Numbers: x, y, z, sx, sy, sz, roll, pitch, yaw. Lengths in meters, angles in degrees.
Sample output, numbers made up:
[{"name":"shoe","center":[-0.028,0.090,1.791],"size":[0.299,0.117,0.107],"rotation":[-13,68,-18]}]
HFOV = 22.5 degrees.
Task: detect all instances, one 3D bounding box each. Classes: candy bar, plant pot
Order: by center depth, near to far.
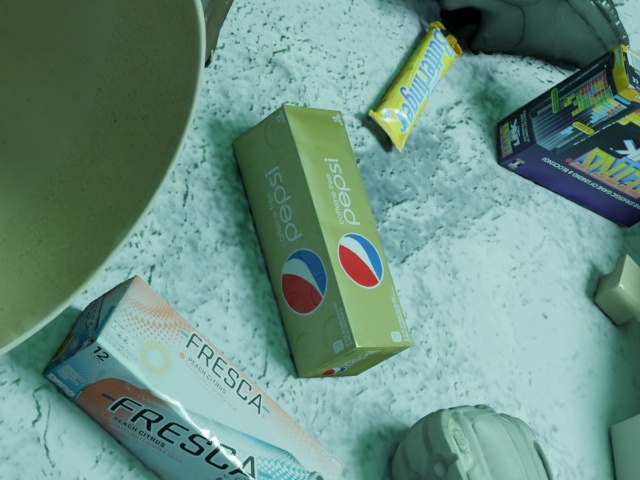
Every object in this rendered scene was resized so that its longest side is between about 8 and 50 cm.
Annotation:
[{"name":"plant pot","center":[-0.226,-0.087,0.803],"size":[0.191,0.284,0.284],"rotation":[40,32,27]},{"name":"candy bar","center":[0.077,-0.126,1.300],"size":[0.040,0.018,0.161],"rotation":[47,42,-13]}]

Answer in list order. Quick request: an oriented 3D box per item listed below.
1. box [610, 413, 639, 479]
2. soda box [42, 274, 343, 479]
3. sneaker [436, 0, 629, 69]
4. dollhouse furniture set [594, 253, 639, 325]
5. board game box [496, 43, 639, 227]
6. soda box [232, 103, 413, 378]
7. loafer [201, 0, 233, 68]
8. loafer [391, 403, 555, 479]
[{"name":"box","center":[0.328,0.244,1.237],"size":[0.149,0.127,0.232],"rotation":[23,52,-34]},{"name":"soda box","center":[-0.074,0.108,0.965],"size":[0.183,0.058,0.063],"rotation":[44,42,-16]},{"name":"sneaker","center":[0.175,-0.208,1.389],"size":[0.286,0.130,0.109],"rotation":[33,26,-57]},{"name":"dollhouse furniture set","center":[0.446,0.035,1.456],"size":[0.355,0.174,0.303],"rotation":[43,42,-18]},{"name":"board game box","center":[0.258,-0.084,1.361],"size":[0.170,0.141,0.048],"rotation":[22,49,-35]},{"name":"soda box","center":[0.000,0.000,1.105],"size":[0.058,0.061,0.181],"rotation":[1,65,-45]},{"name":"loafer","center":[-0.114,-0.187,1.085],"size":[0.134,0.130,0.366],"rotation":[17,36,3]},{"name":"loafer","center":[0.145,0.257,1.053],"size":[0.111,0.112,0.319],"rotation":[1,65,-36]}]
